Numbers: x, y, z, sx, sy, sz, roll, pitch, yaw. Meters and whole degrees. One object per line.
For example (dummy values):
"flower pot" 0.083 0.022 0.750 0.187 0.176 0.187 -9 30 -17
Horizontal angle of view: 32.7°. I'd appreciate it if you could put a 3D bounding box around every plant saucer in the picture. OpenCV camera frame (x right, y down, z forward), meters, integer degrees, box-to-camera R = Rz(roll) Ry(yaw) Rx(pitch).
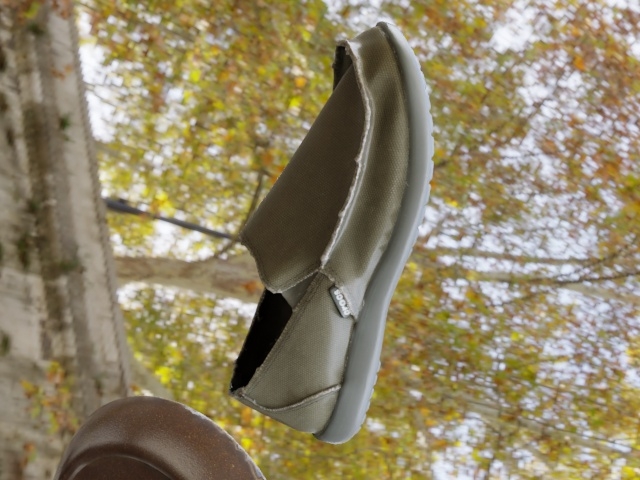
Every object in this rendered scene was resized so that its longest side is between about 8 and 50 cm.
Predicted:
"plant saucer" -0.153 0.300 1.009 0.310 0.050 0.311 7 -77 35

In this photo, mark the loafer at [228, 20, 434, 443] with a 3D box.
"loafer" 0.000 0.000 0.616 0.094 0.087 0.251 -121 -140 -69
